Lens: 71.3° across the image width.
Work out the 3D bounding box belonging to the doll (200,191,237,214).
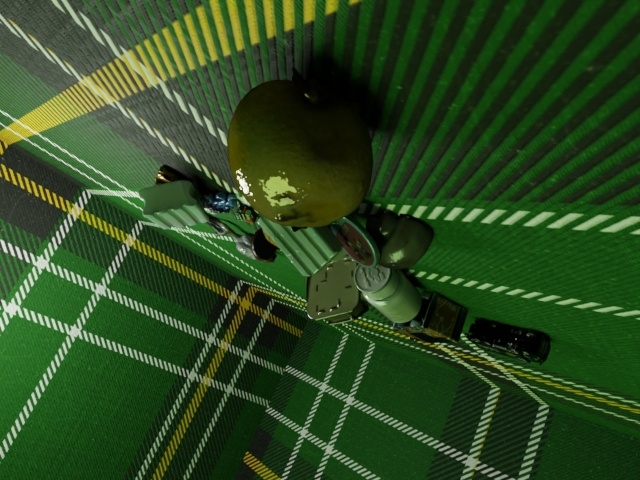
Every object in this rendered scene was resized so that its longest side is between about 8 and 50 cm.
[{"bbox_3d":[-0.342,-0.128,1.513,0.110,0.067,0.206,24,157,-31],"label":"doll"}]

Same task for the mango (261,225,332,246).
[{"bbox_3d":[-0.041,-0.032,1.217,0.262,0.130,0.167,3,145,35],"label":"mango"}]

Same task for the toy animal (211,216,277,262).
[{"bbox_3d":[-0.312,0.018,1.895,0.324,0.090,0.195,37,170,-32],"label":"toy animal"}]

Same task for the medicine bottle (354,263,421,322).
[{"bbox_3d":[0.215,0.157,1.412,0.143,0.143,0.258,14,161,37],"label":"medicine bottle"}]

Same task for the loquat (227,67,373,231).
[{"bbox_3d":[-0.029,-0.139,0.692,0.244,0.244,0.244,24,165,7],"label":"loquat"}]

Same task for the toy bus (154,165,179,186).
[{"bbox_3d":[-0.545,-0.200,1.570,0.069,0.074,0.162,29,165,-15],"label":"toy bus"}]

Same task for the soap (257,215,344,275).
[{"bbox_3d":[-0.049,-0.017,1.098,0.198,0.119,0.066,49,-148,7],"label":"soap"}]

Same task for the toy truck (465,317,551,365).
[{"bbox_3d":[0.612,0.329,1.458,0.121,0.088,0.259,37,163,-32],"label":"toy truck"}]

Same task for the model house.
[{"bbox_3d":[0.113,0.202,1.569,0.218,0.205,0.278,-18,148,33],"label":"model house"}]

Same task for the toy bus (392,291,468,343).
[{"bbox_3d":[0.378,0.279,1.575,0.167,0.138,0.275,26,163,-7],"label":"toy bus"}]

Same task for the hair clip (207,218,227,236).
[{"bbox_3d":[-0.492,-0.073,1.949,0.124,0.052,0.195,9,158,49],"label":"hair clip"}]

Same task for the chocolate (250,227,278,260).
[{"bbox_3d":[-0.187,0.014,1.621,0.124,0.127,0.133,16,-179,-2],"label":"chocolate"}]

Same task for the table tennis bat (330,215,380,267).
[{"bbox_3d":[0.053,-0.032,1.071,0.244,0.040,0.153,49,159,6],"label":"table tennis bat"}]

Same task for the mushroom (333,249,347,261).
[{"bbox_3d":[0.000,0.000,1.355,0.116,0.093,0.225,-5,-155,-36],"label":"mushroom"}]

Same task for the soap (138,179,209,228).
[{"bbox_3d":[-0.499,-0.117,1.554,0.172,0.095,0.289,-14,173,-7],"label":"soap"}]

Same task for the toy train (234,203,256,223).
[{"bbox_3d":[-0.257,-0.090,1.540,0.064,0.044,0.103,22,167,2],"label":"toy train"}]

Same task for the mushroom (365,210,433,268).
[{"bbox_3d":[0.178,0.009,1.065,0.141,0.117,0.188,19,164,-23],"label":"mushroom"}]
